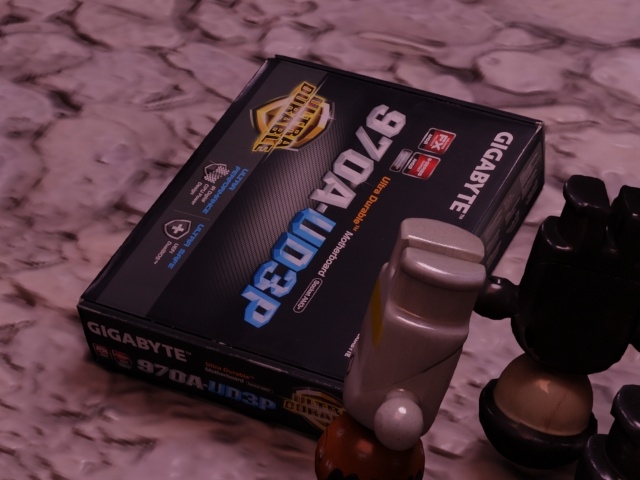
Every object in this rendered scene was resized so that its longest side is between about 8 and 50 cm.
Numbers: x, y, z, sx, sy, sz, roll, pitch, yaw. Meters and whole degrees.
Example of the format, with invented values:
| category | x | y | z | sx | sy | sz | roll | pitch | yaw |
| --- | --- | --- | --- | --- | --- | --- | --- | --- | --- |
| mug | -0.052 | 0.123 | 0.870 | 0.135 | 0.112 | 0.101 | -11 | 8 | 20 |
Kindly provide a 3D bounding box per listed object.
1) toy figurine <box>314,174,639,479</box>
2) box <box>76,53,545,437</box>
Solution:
| category | x | y | z | sx | sy | sz | roll | pitch | yaw |
| --- | --- | --- | --- | --- | --- | --- | --- | --- | --- |
| toy figurine | 0.117 | 0.086 | 0.808 | 0.213 | 0.148 | 0.209 | 35 | 32 | 32 |
| box | 0.000 | 0.000 | 1.014 | 0.175 | 0.051 | 0.220 | 17 | 50 | 24 |
